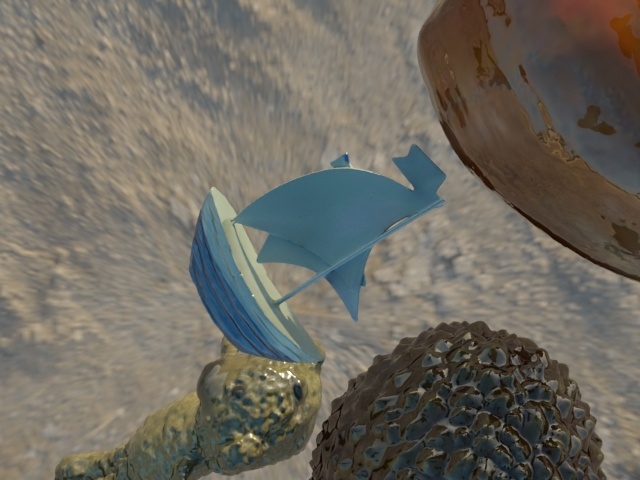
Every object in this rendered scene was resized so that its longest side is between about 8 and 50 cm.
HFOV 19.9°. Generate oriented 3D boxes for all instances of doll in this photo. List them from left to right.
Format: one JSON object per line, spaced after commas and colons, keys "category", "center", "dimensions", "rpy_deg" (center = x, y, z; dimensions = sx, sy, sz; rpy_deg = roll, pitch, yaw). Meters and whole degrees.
{"category": "doll", "center": [-0.105, 0.144, 1.365], "dimensions": [0.091, 0.286, 0.203], "rpy_deg": [47, 72, -16]}

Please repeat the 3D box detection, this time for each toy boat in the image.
{"category": "toy boat", "center": [-0.011, -0.003, 0.972], "dimensions": [0.105, 0.034, 0.149], "rpy_deg": [36, 110, 0]}

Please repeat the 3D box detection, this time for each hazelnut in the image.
{"category": "hazelnut", "center": [0.148, -0.074, 0.788], "dimensions": [0.214, 0.176, 0.214], "rpy_deg": [22, 50, -30]}

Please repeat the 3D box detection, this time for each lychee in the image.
{"category": "lychee", "center": [0.083, 0.158, 1.130], "dimensions": [0.200, 0.200, 0.238], "rpy_deg": [20, 125, -1]}
